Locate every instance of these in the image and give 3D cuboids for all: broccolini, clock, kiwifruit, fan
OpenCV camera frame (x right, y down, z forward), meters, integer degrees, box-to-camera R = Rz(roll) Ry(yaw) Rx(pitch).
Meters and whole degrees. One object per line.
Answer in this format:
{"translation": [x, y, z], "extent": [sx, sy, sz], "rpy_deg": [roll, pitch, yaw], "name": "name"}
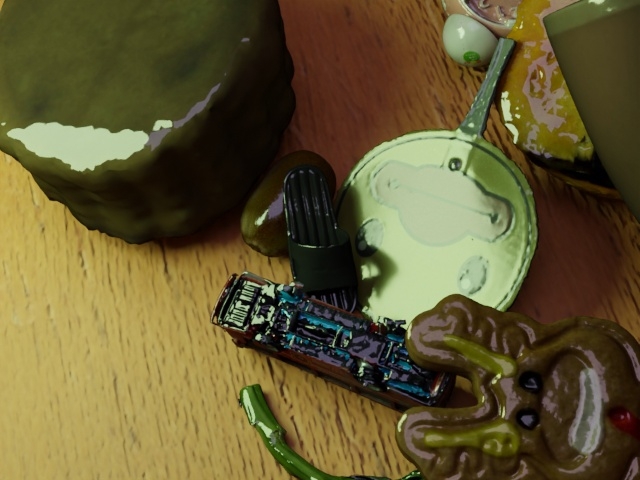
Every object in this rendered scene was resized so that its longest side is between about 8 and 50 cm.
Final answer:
{"translation": [0.041, 0.190, 1.174], "extent": [0.271, 0.062, 0.123], "rpy_deg": [30, 60, 26], "name": "broccolini"}
{"translation": [0.205, -0.266, 1.380], "extent": [0.166, 0.092, 0.162], "rpy_deg": [-11, 69, -4], "name": "clock"}
{"translation": [-0.032, -0.039, 1.297], "extent": [0.075, 0.075, 0.124], "rpy_deg": [28, 66, 22], "name": "kiwifruit"}
{"translation": [0.122, -0.046, 1.243], "extent": [0.230, 0.011, 0.335], "rpy_deg": [20, 87, 32], "name": "fan"}

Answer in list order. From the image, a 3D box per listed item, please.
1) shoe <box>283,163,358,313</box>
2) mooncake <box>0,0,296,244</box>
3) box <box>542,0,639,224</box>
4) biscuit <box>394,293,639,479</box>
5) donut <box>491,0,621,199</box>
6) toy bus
{"translation": [0.000, 0.000, 1.237], "extent": [0.062, 0.053, 0.159], "rpy_deg": [-11, 84, -16], "name": "shoe"}
{"translation": [-0.182, -0.164, 1.319], "extent": [0.324, 0.187, 0.324], "rpy_deg": [-7, 58, 11], "name": "mooncake"}
{"translation": [0.360, -0.141, 1.066], "extent": [0.301, 0.301, 0.216], "rpy_deg": [-22, 95, -3], "name": "box"}
{"translation": [0.215, 0.150, 1.120], "extent": [0.295, 0.044, 0.186], "rpy_deg": [7, 77, -4], "name": "biscuit"}
{"translation": [0.299, -0.156, 1.254], "extent": [0.254, 0.118, 0.253], "rpy_deg": [-1, 82, 5], "name": "donut"}
{"translation": [0.014, 0.102, 1.196], "extent": [0.235, 0.096, 0.073], "rpy_deg": [20, 68, 18], "name": "toy bus"}
